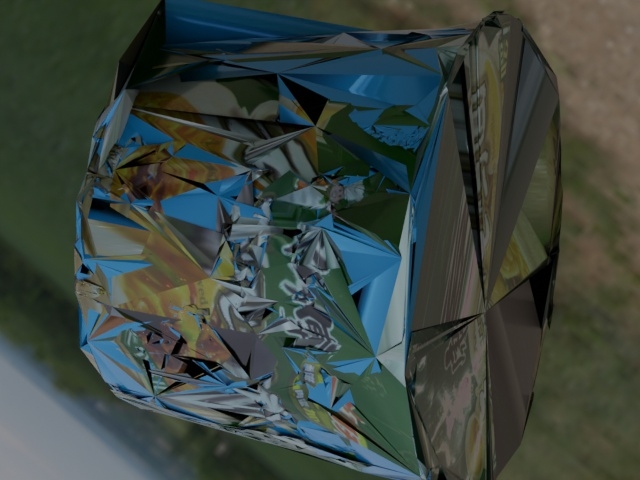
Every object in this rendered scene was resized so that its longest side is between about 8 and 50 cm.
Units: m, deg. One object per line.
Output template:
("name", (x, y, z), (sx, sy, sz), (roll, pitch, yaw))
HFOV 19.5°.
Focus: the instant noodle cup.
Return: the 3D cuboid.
("instant noodle cup", (0.000, 0.000, 0.878), (0.178, 0.240, 0.240), (6, 160, 21))
